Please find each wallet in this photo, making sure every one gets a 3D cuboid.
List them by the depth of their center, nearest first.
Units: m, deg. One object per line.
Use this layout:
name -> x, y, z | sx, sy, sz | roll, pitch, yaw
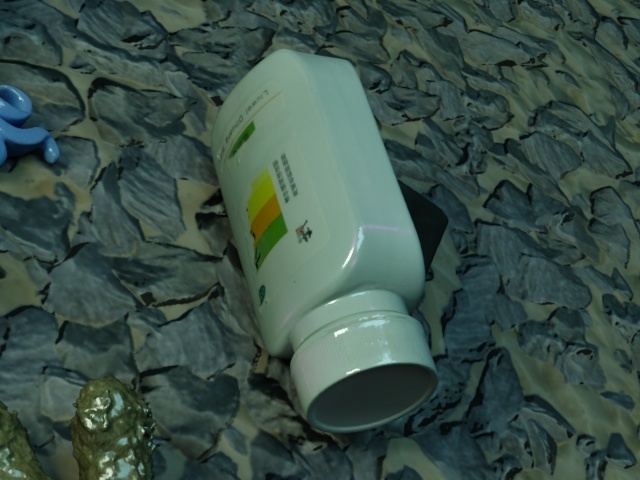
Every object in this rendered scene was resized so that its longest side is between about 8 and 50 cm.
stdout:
wallet -> 0.067, 0.005, 1.228 | 0.082, 0.018, 0.157 | 35, 41, -5

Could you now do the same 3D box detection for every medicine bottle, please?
medicine bottle -> 0.000, 0.000, 1.071 | 0.111, 0.161, 0.296 | 4, 53, -33

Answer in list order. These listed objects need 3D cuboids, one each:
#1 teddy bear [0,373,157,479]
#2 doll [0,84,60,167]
teddy bear -> -0.136, 0.188, 0.817 | 0.182, 0.129, 0.251 | -14, 29, -15
doll -> -0.289, -0.105, 1.024 | 0.206, 0.067, 0.110 | 21, 52, -37
